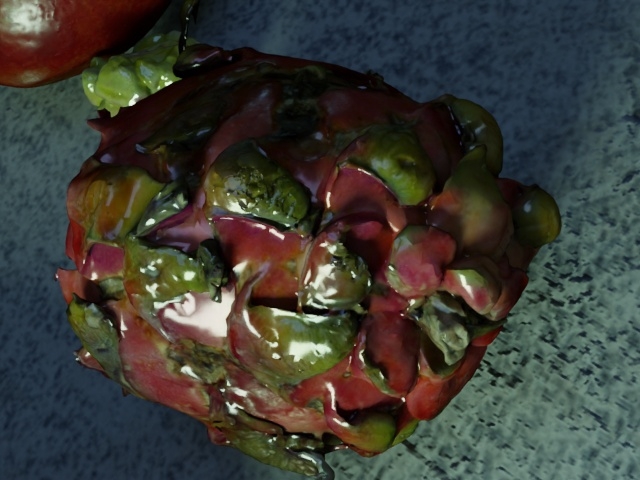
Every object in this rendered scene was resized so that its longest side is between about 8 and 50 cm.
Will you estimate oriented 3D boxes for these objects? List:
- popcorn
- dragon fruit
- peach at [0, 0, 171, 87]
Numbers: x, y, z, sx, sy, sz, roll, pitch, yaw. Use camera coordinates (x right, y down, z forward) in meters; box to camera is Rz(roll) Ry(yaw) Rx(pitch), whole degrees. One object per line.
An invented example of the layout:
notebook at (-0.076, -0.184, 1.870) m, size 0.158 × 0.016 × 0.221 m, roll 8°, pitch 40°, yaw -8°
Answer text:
popcorn at (-0.121, -0.115, 1.044) m, size 0.109 × 0.089 × 0.097 m, roll -6°, pitch 34°, yaw 13°
dragon fruit at (0.000, 0.000, 0.836) m, size 0.291 × 0.250 × 0.269 m, roll -5°, pitch 44°, yaw 29°
peach at (-0.217, -0.236, 1.080) m, size 0.243 × 0.199 × 0.243 m, roll -9°, pitch 65°, yaw 20°
